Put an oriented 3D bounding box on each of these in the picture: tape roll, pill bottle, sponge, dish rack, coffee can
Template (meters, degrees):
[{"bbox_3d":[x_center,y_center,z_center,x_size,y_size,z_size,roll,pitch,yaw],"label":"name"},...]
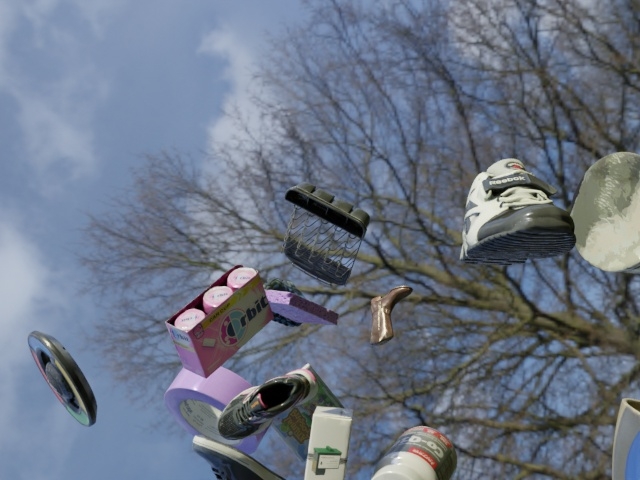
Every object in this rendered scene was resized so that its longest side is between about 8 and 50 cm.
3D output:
[{"bbox_3d":[-0.263,0.436,1.964,0.090,0.275,0.275,-59,-41,-39],"label":"tape roll"},{"bbox_3d":[0.211,0.548,1.759,0.283,0.161,0.161,-13,-75,-68],"label":"pill bottle"},{"bbox_3d":[-0.059,0.152,1.713,0.210,0.117,0.031,30,-114,-53],"label":"sponge"},{"bbox_3d":[0.000,0.000,1.822,0.074,0.208,0.271,-49,-18,-45],"label":"dish rack"},{"bbox_3d":[0.605,-0.036,1.313,0.275,0.201,0.201,6,-91,-27],"label":"coffee can"}]

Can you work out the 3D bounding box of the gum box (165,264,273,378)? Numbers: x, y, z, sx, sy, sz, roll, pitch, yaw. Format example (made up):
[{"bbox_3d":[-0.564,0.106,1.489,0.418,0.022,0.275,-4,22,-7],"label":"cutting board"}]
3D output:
[{"bbox_3d":[-0.169,0.136,1.333,0.188,0.062,0.107,-41,-49,-36],"label":"gum box"}]

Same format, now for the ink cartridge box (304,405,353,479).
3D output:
[{"bbox_3d":[0.017,0.496,1.726,0.160,0.092,0.219,67,-150,-84],"label":"ink cartridge box"}]

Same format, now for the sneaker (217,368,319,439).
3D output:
[{"bbox_3d":[-0.094,0.253,1.187,0.072,0.178,0.077,58,-166,17],"label":"sneaker"}]

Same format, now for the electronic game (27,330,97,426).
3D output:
[{"bbox_3d":[-0.532,0.285,1.565,0.048,0.229,0.229,-34,-57,-32],"label":"electronic game"}]

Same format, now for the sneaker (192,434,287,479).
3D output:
[{"bbox_3d":[-0.152,0.445,1.288,0.226,0.086,0.163,37,-111,-13],"label":"sneaker"}]

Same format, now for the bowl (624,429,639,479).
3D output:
[{"bbox_3d":[0.585,0.347,0.943,0.391,0.391,0.077,-45,-23,-44],"label":"bowl"}]

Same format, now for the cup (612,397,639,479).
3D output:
[{"bbox_3d":[0.613,0.433,1.227,0.331,0.331,0.237,15,-85,-56],"label":"cup"}]

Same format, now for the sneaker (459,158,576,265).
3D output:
[{"bbox_3d":[0.250,-0.045,1.022,0.330,0.122,0.146,120,154,-86],"label":"sneaker"}]

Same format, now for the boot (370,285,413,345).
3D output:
[{"bbox_3d":[0.146,0.156,1.556,0.037,0.106,0.114,38,-142,-31],"label":"boot"}]

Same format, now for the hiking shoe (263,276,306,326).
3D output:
[{"bbox_3d":[-0.098,0.175,2.066,0.113,0.132,0.304,-53,-12,13],"label":"hiking shoe"}]

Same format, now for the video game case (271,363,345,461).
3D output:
[{"bbox_3d":[-0.043,0.492,2.168,0.193,0.023,0.212,-39,-78,-8],"label":"video game case"}]
